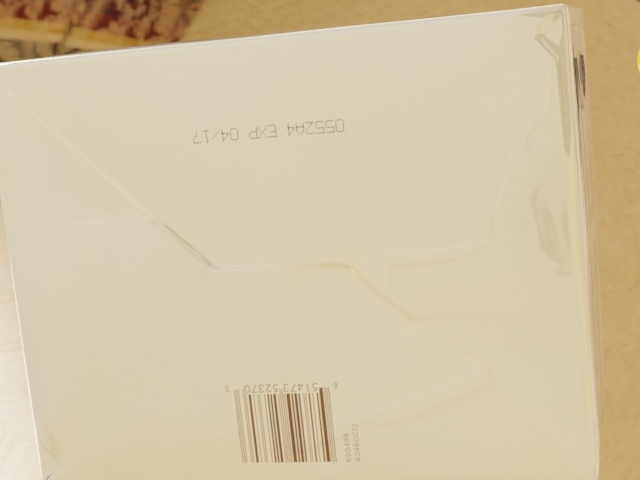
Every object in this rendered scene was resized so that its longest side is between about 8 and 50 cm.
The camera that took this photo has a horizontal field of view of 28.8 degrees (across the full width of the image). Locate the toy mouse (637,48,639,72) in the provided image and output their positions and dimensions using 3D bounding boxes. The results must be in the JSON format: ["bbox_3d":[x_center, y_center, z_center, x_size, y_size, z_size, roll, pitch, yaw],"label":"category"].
[{"bbox_3d":[0.277,-0.113,0.901,0.031,0.143,0.161,-20,84,44],"label":"toy mouse"}]

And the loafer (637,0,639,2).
[{"bbox_3d":[0.114,-0.097,0.331,0.096,0.084,0.267,-41,89,18],"label":"loafer"}]

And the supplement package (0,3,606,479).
[{"bbox_3d":[0.000,0.000,0.607,0.262,0.145,0.204,-3,100,16],"label":"supplement package"}]
